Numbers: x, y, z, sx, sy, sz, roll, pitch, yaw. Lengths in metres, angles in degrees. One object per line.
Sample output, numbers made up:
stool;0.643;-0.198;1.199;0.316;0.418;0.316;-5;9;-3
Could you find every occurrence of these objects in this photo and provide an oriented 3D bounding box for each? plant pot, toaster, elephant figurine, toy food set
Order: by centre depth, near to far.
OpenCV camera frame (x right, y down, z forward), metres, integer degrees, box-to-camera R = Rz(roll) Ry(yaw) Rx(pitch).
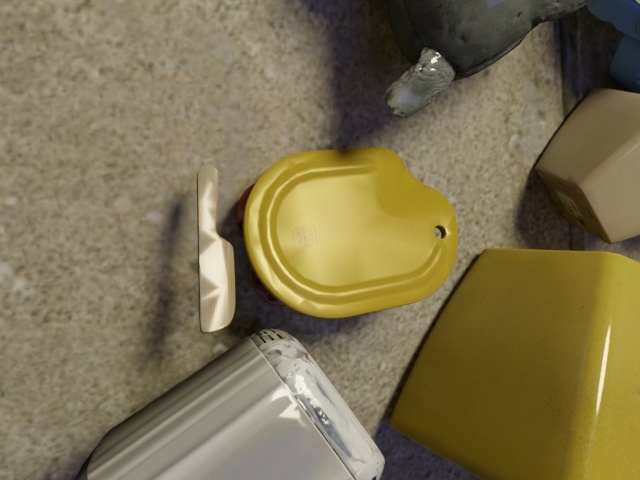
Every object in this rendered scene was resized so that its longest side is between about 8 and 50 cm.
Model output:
toaster;-0.055;0.141;0.355;0.146;0.227;0.129;-37;87;-12
elephant figurine;0.083;-0.245;0.371;0.169;0.186;0.240;-25;105;31
toy food set;0.000;0.000;0.430;0.217;0.071;0.128;-6;78;-24
plant pot;0.220;0.115;0.476;0.212;0.212;0.187;19;82;-25
plant pot;0.269;-0.062;0.503;0.096;0.109;0.109;-39;114;4

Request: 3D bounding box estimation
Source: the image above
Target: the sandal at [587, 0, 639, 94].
sandal;0.326;-0.164;0.486;0.126;0.138;0.318;-42;117;-27
